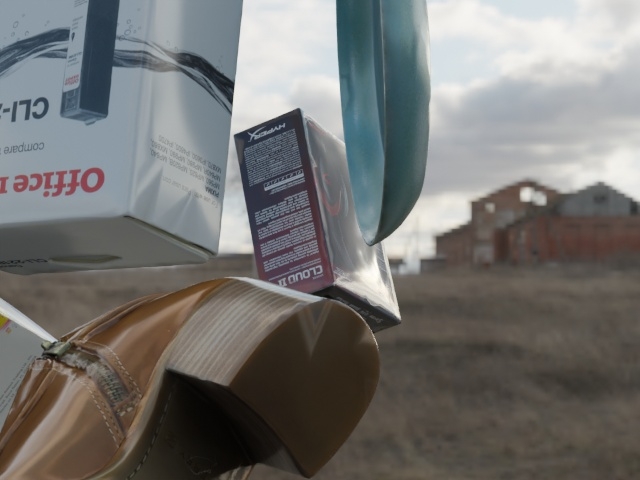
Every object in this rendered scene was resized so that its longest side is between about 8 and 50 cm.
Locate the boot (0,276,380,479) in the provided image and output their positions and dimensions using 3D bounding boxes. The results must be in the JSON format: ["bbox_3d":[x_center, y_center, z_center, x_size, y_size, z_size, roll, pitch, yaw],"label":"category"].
[{"bbox_3d":[-0.126,0.112,0.564,0.283,0.109,0.220,-47,21,-24],"label":"boot"}]

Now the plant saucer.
[{"bbox_3d":[0.050,-0.154,1.040,0.044,0.317,0.317,-3,-1,-5],"label":"plant saucer"}]

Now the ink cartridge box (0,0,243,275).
[{"bbox_3d":[-0.168,-0.123,0.886,0.197,0.272,0.114,-4,-15,28],"label":"ink cartridge box"}]

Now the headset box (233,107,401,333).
[{"bbox_3d":[0.000,0.000,1.711,0.110,0.293,0.218,-21,-26,21],"label":"headset box"}]

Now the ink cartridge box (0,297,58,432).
[{"bbox_3d":[-0.356,0.100,1.072,0.168,0.171,0.232,31,-10,31],"label":"ink cartridge box"}]
